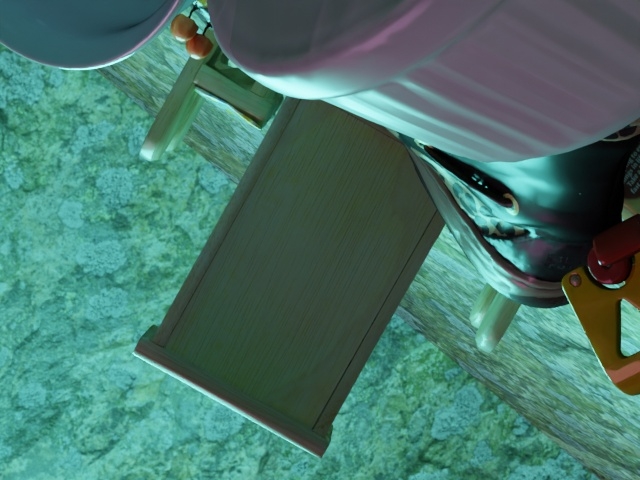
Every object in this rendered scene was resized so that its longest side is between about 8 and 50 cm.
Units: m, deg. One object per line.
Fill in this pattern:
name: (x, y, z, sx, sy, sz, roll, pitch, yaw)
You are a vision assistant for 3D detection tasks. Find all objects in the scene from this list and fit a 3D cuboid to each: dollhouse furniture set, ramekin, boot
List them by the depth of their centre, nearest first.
ramekin: (0.083, -0.155, 0.699, 0.127, 0.273, 0.273, 29, 177, -27)
boot: (0.084, -0.158, 1.085, 0.377, 0.138, 0.284, 58, 165, 16)
dollhouse furniture set: (0.000, 0.000, 1.512, 0.362, 0.256, 0.394, 30, -174, -1)

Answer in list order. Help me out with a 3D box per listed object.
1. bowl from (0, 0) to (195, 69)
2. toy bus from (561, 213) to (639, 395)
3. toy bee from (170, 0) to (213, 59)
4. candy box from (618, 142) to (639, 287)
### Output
bowl: (-0.148, -0.278, 1.216, 0.298, 0.298, 0.134, 34, -148, 24)
toy bus: (0.251, 0.018, 1.031, 0.104, 0.191, 0.202, 64, 170, 8)
toy bee: (-0.086, -0.234, 1.357, 0.195, 0.162, 0.298, 45, 170, -32)
candy box: (0.288, 0.007, 1.324, 0.316, 0.087, 0.183, 41, 171, -18)
